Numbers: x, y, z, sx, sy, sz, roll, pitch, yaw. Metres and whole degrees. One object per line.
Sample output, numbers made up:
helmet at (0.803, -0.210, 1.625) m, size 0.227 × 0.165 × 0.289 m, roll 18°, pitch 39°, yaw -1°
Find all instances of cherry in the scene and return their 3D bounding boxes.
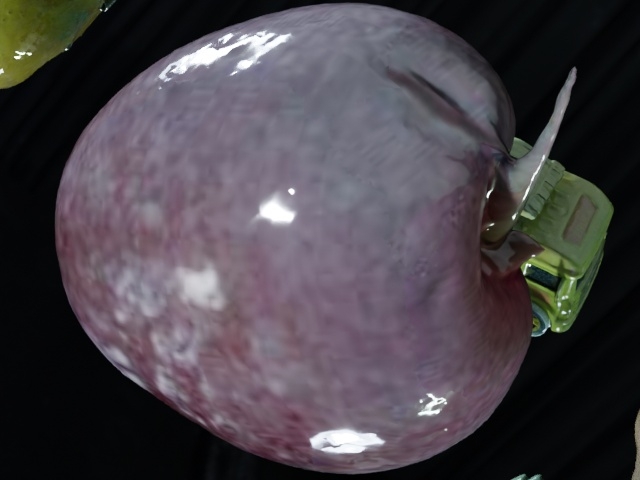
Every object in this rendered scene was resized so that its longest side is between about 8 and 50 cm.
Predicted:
cherry at (0.000, 0.000, 0.829) m, size 0.183 × 0.266 × 0.213 m, roll -28°, pitch -64°, yaw -61°

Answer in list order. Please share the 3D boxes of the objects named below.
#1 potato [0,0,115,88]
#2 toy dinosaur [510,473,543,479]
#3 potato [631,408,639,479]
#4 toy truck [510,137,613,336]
potato at (-0.218, -0.234, 1.452) m, size 0.143 × 0.248 × 0.169 m, roll 32°, pitch 177°, yaw 21°
toy dinosaur at (0.141, 0.213, 1.304) m, size 0.079 × 0.292 × 0.120 m, roll -17°, pitch -119°, yaw -17°
potato at (0.231, 0.102, 0.682) m, size 0.189 × 0.264 × 0.211 m, roll 34°, pitch 164°, yaw -17°
toy truck at (0.094, -0.028, 1.169) m, size 0.191 × 0.116 × 0.085 m, roll 26°, pitch -122°, yaw 10°
